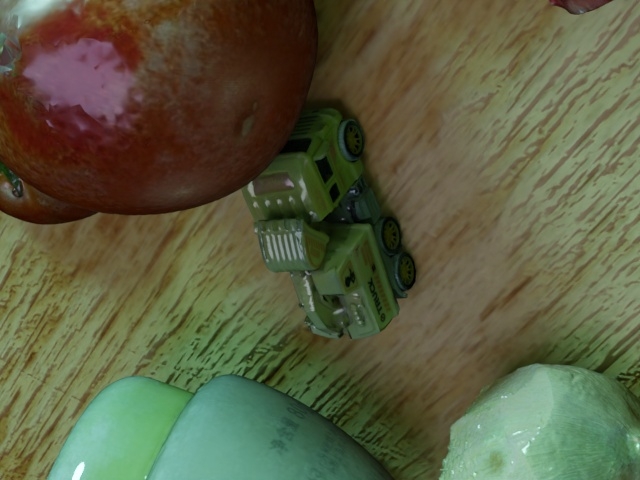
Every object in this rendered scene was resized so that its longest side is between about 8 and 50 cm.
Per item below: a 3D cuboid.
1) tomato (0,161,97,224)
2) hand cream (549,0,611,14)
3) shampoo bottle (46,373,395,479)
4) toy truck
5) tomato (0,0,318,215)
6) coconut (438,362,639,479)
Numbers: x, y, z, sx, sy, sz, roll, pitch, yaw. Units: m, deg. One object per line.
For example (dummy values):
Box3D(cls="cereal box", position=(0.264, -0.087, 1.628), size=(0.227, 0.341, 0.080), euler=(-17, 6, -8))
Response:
Box3D(cls="tomato", position=(-0.263, -0.101, 1.327), size=(0.225, 0.085, 0.225), euler=(13, 127, 19))
Box3D(cls="hand cream", position=(0.180, -0.250, 0.858), size=(0.149, 0.230, 0.230), euler=(45, 133, -7))
Box3D(cls="shampoo bottle", position=(-0.090, 0.284, 1.356), size=(0.317, 0.322, 0.322), euler=(18, 131, 5))
Box3D(cls="toy truck", position=(0.000, 0.000, 1.226), size=(0.085, 0.116, 0.191), euler=(-5, 121, 31))
Box3D(cls="tomato", position=(-0.140, -0.145, 1.102), size=(0.265, 0.265, 0.265), euler=(16, 130, 19))
Box3D(cls="coconut", position=(0.193, 0.187, 1.220), size=(0.194, 0.194, 0.194), euler=(16, 130, 19))
